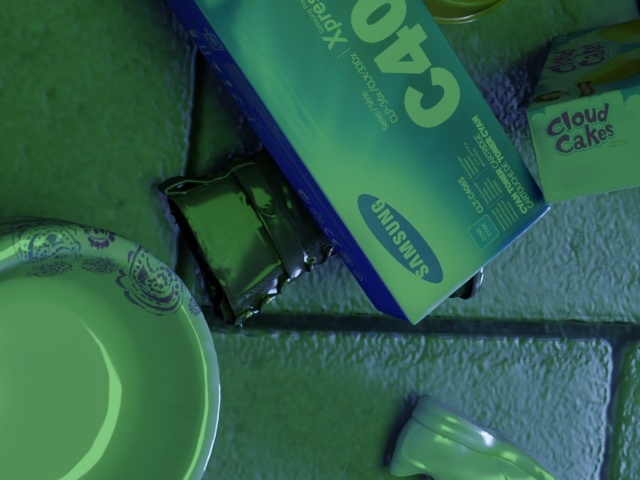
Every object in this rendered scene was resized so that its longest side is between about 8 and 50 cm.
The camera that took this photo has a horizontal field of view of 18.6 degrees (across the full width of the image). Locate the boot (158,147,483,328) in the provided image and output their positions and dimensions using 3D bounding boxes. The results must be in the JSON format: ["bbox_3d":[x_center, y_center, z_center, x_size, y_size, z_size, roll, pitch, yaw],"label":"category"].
[{"bbox_3d":[0.000,0.000,1.704,0.229,0.091,0.263,-39,112,-15],"label":"boot"}]

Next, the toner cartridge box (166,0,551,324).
[{"bbox_3d":[0.033,-0.117,1.613,0.165,0.075,0.348,-40,111,-13],"label":"toner cartridge box"}]

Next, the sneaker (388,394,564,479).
[{"bbox_3d":[0.153,0.226,1.838,0.212,0.080,0.094,30,93,-25],"label":"sneaker"}]

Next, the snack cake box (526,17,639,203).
[{"bbox_3d":[0.275,-0.125,1.725,0.152,0.264,0.089,-10,107,15],"label":"snack cake box"}]

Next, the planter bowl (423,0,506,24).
[{"bbox_3d":[0.141,-0.299,1.733,0.217,0.090,0.217,-5,99,-32],"label":"planter bowl"}]

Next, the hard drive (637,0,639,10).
[{"bbox_3d":[0.443,-0.175,1.958,0.237,0.064,0.339,-24,108,-28],"label":"hard drive"}]

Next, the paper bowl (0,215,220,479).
[{"bbox_3d":[-0.233,0.120,1.527,0.284,0.148,0.284,-5,100,-31],"label":"paper bowl"}]
